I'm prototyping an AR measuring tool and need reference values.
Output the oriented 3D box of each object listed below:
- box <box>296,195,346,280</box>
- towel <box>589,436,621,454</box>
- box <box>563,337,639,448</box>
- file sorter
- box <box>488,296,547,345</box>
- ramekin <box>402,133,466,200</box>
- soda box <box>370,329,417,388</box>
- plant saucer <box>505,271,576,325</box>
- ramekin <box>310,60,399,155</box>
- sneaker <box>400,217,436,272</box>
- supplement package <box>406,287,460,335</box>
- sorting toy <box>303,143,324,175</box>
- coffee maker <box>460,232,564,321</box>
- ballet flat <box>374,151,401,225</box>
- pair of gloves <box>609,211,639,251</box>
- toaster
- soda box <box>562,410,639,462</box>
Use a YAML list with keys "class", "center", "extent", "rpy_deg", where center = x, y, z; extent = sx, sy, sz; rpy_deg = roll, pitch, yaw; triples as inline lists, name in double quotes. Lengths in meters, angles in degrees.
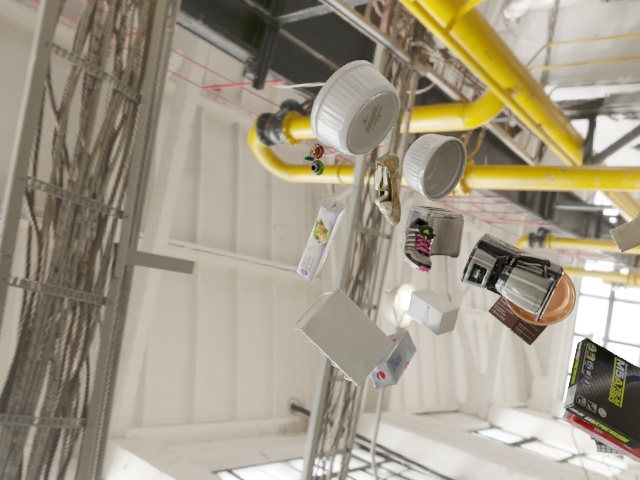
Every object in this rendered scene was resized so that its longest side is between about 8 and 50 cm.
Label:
- class: "box"
  center: [0.000, 0.000, 1.847]
  extent: [0.067, 0.063, 0.324]
  rpy_deg: [-47, -15, -42]
- class: "towel"
  center: [1.131, 0.670, 2.145]
  extent: [0.283, 0.234, 0.122]
  rpy_deg: [-39, -57, -58]
- class: "box"
  center: [0.666, 0.349, 1.332]
  extent: [0.191, 0.184, 0.045]
  rpy_deg: [-58, -4, -35]
- class: "file sorter"
  center: [0.072, 0.331, 2.004]
  extent: [0.277, 0.173, 0.193]
  rpy_deg: [45, -106, -6]
- class: "box"
  center: [0.877, 0.305, 2.493]
  extent: [0.167, 0.168, 0.203]
  rpy_deg: [36, -84, -29]
- class: "ramekin"
  center: [0.357, -0.239, 1.837]
  extent: [0.207, 0.109, 0.207]
  rpy_deg: [-22, -53, -32]
- class: "soda box"
  center: [0.275, 0.447, 2.190]
  extent: [0.098, 0.091, 0.286]
  rpy_deg: [66, -152, -4]
- class: "plant saucer"
  center: [0.637, 0.149, 1.676]
  extent: [0.037, 0.199, 0.200]
  rpy_deg: [-33, -61, -52]
- class: "ramekin"
  center: [0.111, -0.370, 1.675]
  extent: [0.272, 0.127, 0.273]
  rpy_deg: [-33, -32, -23]
- class: "sneaker"
  center: [0.222, 0.004, 1.279]
  extent: [0.063, 0.170, 0.075]
  rpy_deg: [24, -62, -13]
- class: "supplement package"
  center: [0.446, 0.280, 2.293]
  extent: [0.105, 0.179, 0.105]
  rpy_deg: [-8, -62, -36]
- class: "sorting toy"
  center: [-0.021, -0.255, 1.818]
  extent: [0.042, 0.061, 0.102]
  rpy_deg: [-8, -73, -49]
- class: "coffee maker"
  center: [0.397, 0.072, 1.200]
  extent: [0.120, 0.178, 0.171]
  rpy_deg: [-66, -22, 8]
- class: "ballet flat"
  center: [0.173, -0.131, 1.538]
  extent: [0.067, 0.073, 0.206]
  rpy_deg: [-19, -66, -28]
- class: "pair of gloves"
  center: [0.962, 0.020, 1.616]
  extent: [0.240, 0.204, 0.042]
  rpy_deg: [60, -171, 18]
- class: "toaster"
  center: [0.353, -0.029, 1.831]
  extent: [0.226, 0.129, 0.147]
  rpy_deg: [3, -78, -30]
- class: "soda box"
  center: [0.882, 0.577, 1.755]
  extent: [0.084, 0.263, 0.092]
  rpy_deg: [-60, -4, -13]
